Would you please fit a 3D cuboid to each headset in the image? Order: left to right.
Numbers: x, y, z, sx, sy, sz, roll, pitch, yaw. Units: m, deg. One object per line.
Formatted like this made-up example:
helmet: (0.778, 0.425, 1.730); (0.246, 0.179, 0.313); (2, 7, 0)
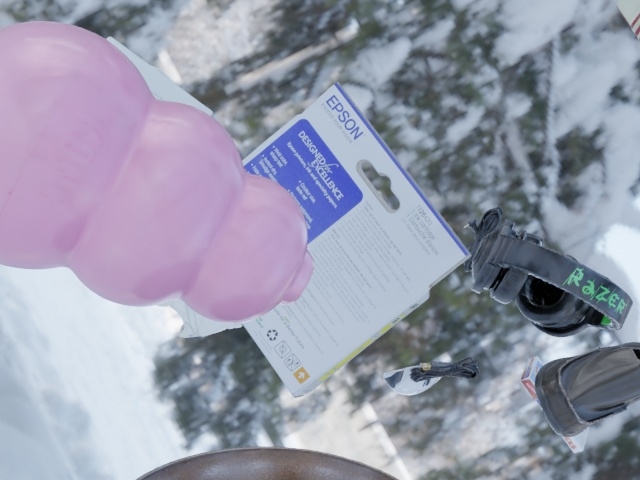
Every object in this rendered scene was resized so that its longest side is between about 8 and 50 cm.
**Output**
headset: (0.357, 0.038, 2.062); (0.243, 0.185, 0.394); (31, -9, -25)

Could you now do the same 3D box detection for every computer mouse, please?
computer mouse: (0.161, 0.216, 1.946); (0.193, 0.106, 0.042); (149, -66, -67)

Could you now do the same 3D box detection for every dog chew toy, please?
dog chew toy: (-0.158, -0.039, 1.038); (0.332, 0.206, 0.206); (28, -1, -10)

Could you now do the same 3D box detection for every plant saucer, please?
plant saucer: (-0.040, 0.276, 1.095); (0.310, 0.311, 0.050); (-130, -138, -63)

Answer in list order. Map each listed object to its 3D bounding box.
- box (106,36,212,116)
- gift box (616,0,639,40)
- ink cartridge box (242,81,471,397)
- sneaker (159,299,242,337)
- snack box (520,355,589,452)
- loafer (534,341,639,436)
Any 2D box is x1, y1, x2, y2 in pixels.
box: (-0.282, -0.157, 1.762); (0.181, 0.119, 0.182); (36, -39, -12)
gift box: (0.724, -0.450, 2.292); (0.258, 0.276, 0.255); (-58, -144, 32)
ink cartridge box: (0.000, 0.000, 1.684); (0.303, 0.307, 0.072); (54, 9, 14)
sneaker: (-0.240, 0.032, 2.098); (0.114, 0.152, 0.305); (-83, 152, -72)
snack box: (0.419, 0.293, 2.218); (0.178, 0.022, 0.064); (53, 39, -15)
loafer: (0.305, 0.143, 1.319); (0.078, 0.220, 0.080); (-33, -101, 40)
